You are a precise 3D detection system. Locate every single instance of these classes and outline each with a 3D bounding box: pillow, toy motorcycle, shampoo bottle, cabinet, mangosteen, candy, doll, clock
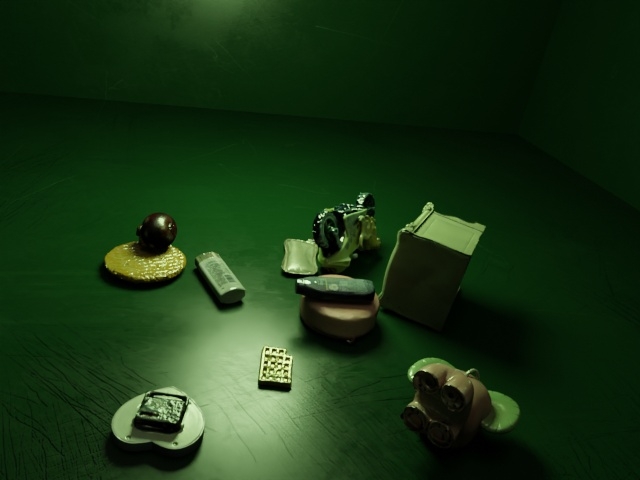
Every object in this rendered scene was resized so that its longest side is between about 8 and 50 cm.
[{"bbox_3d":[-0.072,0.056,1.886,0.131,0.038,0.232,10,29,-7],"label":"pillow"},{"bbox_3d":[0.097,-0.028,1.894,0.169,0.236,0.410,10,23,31],"label":"toy motorcycle"},{"bbox_3d":[-0.324,0.116,1.681,0.086,0.055,0.227,-12,36,-31],"label":"shampoo bottle"},{"bbox_3d":[0.371,0.073,1.740,0.228,0.289,0.318,22,29,17],"label":"cabinet"},{"bbox_3d":[-0.550,-0.030,1.748,0.140,0.140,0.140,8,29,-4],"label":"mangosteen"},{"bbox_3d":[0.060,0.203,1.607,0.256,0.094,0.255,8,28,-4],"label":"candy"},{"bbox_3d":[0.327,0.374,1.266,0.284,0.216,0.268,27,27,32],"label":"doll"},{"bbox_3d":[-0.354,0.389,1.175,0.198,0.064,0.172,10,30,-2],"label":"clock"},{"bbox_3d":[0.042,0.142,1.556,0.234,0.049,0.087,4,31,-12],"label":"shampoo bottle"}]

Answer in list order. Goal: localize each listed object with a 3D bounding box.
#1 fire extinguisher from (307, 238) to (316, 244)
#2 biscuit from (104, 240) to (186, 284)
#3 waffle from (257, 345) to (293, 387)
[{"bbox_3d":[-0.001,0.006,2.018,0.100,0.032,0.046,6,-5,-7],"label":"fire extinguisher"},{"bbox_3d":[-0.565,0.069,1.706,0.254,0.035,0.254,8,27,-4],"label":"biscuit"},{"bbox_3d":[-0.117,0.333,1.394,0.092,0.021,0.135,7,30,-3],"label":"waffle"}]
